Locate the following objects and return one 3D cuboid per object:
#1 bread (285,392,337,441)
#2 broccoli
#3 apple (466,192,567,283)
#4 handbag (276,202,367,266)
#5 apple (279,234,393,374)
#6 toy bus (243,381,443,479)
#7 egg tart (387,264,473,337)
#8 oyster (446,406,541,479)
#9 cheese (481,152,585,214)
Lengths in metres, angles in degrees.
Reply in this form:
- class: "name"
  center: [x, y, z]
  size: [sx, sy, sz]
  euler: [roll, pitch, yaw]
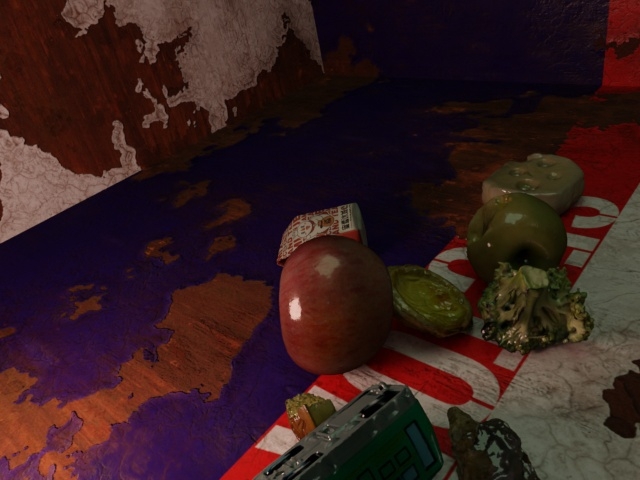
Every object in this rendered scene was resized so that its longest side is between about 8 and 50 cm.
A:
- class: "bread"
  center: [-0.015, 0.396, 1.147]
  size: [0.086, 0.125, 0.156]
  euler: [-22, -2, -26]
- class: "broccoli"
  center: [0.489, 0.152, 1.242]
  size: [0.247, 0.243, 0.263]
  euler: [-36, 56, -8]
- class: "apple"
  center: [0.532, -0.002, 1.462]
  size: [0.279, 0.279, 0.279]
  euler: [-9, 32, 6]
- class: "handbag"
  center: [0.000, 0.000, 1.751]
  size: [0.298, 0.151, 0.171]
  euler: [-12, 37, 9]
- class: "apple"
  center: [0.044, 0.156, 1.308]
  size: [0.270, 0.344, 0.344]
  euler: [-4, 32, 7]
- class: "toy bus"
  center: [0.054, 0.432, 0.986]
  size: [0.344, 0.199, 0.183]
  euler: [-30, -1, -24]
- class: "egg tart"
  center: [0.272, 0.166, 1.399]
  size: [0.279, 0.095, 0.279]
  euler: [15, 29, -9]
- class: "oyster"
  center: [0.331, 0.435, 0.971]
  size: [0.166, 0.110, 0.341]
  euler: [-19, 45, 1]
- class: "cheese"
  center: [0.718, -0.187, 1.818]
  size: [0.327, 0.115, 0.318]
  euler: [-6, 33, 10]
